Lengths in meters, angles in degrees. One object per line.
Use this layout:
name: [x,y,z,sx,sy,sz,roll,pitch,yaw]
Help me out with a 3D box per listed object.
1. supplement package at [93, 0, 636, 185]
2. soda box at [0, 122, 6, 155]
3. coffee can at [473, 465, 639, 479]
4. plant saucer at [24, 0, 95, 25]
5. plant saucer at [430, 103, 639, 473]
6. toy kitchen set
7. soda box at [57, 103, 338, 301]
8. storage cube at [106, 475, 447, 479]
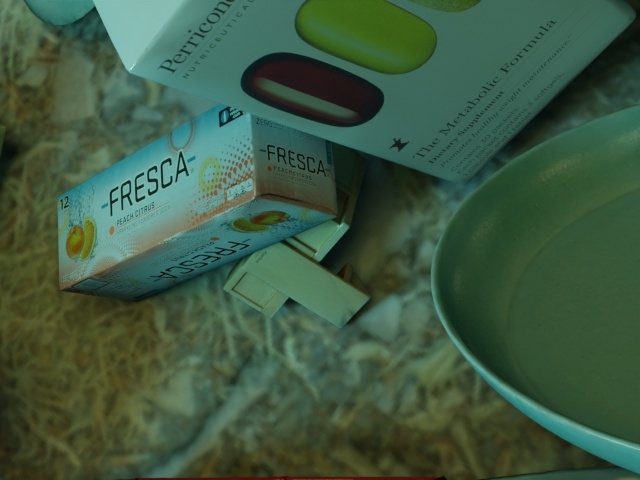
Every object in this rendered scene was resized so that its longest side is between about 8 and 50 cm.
supplement package: [0.014,-0.139,0.581,0.139,0.244,0.134,-46,54,26]
soda box: [-0.273,-0.041,0.700,0.058,0.181,0.061,27,113,23]
coffee can: [0.148,0.237,0.474,0.202,0.201,0.275,-6,72,16]
plant saucer: [-0.167,-0.235,0.750,0.195,0.037,0.194,-9,78,50]
plant saucer: [0.204,0.008,0.473,0.318,0.043,0.317,-11,26,6]
toy kitchen set: [0.000,0.000,0.690,0.068,0.075,0.083,33,124,-12]
soda box: [-0.074,-0.019,0.655,0.183,0.058,0.063,-22,66,43]
storage cube: [-0.042,0.207,0.543,0.184,0.215,0.193,-4,79,16]
